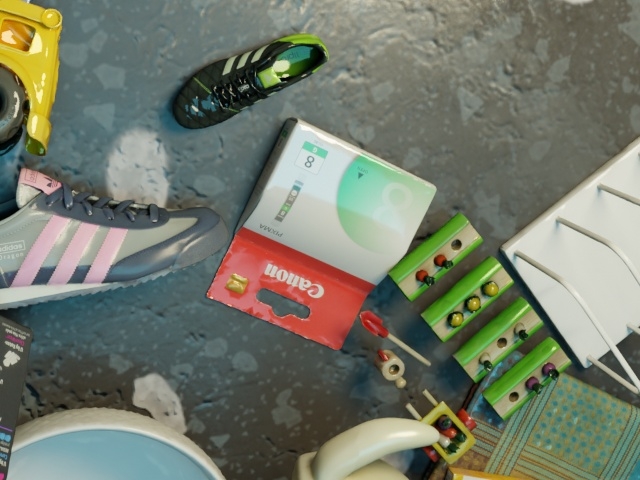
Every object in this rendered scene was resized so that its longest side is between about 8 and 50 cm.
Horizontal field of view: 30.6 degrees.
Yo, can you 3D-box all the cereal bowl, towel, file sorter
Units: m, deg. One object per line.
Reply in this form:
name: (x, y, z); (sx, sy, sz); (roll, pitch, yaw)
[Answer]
cereal bowl: (-0.255, 0.333, 1.274); (0.339, 0.141, 0.339); (-3, 104, -14)
towel: (0.312, 0.315, 1.468); (0.370, 0.040, 0.271); (26, 94, -16)
file sorter: (0.395, 0.015, 1.348); (0.277, 0.173, 0.193); (-38, 109, -4)

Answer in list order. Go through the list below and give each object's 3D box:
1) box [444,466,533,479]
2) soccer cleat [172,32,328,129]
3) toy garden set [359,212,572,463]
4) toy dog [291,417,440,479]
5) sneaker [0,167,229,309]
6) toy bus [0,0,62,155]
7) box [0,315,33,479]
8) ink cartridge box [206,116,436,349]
box: (0.209, 0.325, 1.414); (0.136, 0.028, 0.081); (12, 99, -16)
soccer cleat: (-0.074, -0.171, 1.239); (0.179, 0.072, 0.060); (-28, 108, -6)
toy garden set: (0.156, 0.127, 1.337); (0.204, 0.049, 0.244); (-40, 112, -2)
toy dog: (0.128, 0.391, 1.289); (0.407, 0.284, 0.395); (18, 97, -12)
sneaker: (-0.255, -0.016, 1.209); (0.319, 0.112, 0.131); (-11, 108, -12)
toy bus: (-0.356, -0.198, 1.135); (0.220, 0.149, 0.211); (13, 86, -14)
box: (-0.401, 0.195, 1.116); (0.165, 0.143, 0.270); (-5, 67, 25)
ink cartridge box: (0.000, 0.000, 1.309); (0.181, 0.056, 0.225); (24, 94, -18)
